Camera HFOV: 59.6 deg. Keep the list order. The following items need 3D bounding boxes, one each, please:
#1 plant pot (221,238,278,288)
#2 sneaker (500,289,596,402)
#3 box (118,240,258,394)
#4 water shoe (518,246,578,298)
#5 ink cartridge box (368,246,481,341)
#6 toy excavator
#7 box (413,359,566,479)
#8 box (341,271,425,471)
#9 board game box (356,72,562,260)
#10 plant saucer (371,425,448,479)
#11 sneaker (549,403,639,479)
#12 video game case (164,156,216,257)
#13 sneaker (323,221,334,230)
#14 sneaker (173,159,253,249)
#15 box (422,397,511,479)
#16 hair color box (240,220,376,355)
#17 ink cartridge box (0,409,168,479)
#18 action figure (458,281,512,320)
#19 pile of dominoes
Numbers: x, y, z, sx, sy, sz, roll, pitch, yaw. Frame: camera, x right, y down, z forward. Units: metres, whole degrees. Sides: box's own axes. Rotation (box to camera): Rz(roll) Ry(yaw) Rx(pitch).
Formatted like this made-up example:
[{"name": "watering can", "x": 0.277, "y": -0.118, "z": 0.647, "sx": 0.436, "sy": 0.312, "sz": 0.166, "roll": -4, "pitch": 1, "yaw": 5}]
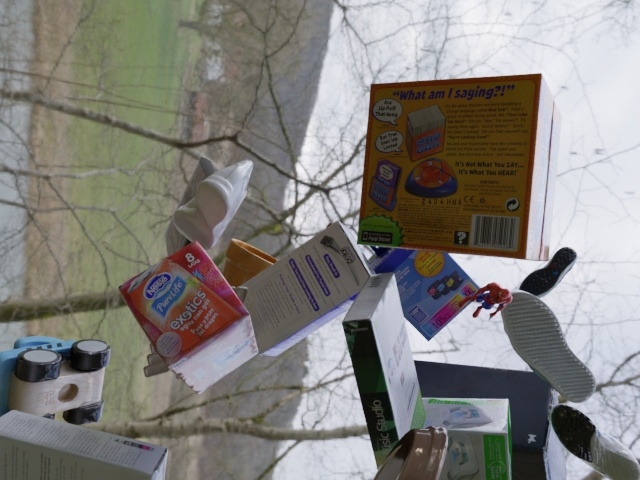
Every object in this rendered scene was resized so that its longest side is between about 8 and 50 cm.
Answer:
[{"name": "plant pot", "x": -0.239, "y": 0.123, "z": 1.795, "sx": 0.188, "sy": 0.205, "sz": 0.205, "roll": -61, "pitch": -162, "yaw": 2}, {"name": "sneaker", "x": 0.559, "y": 0.268, "z": 1.456, "sx": 0.366, "sy": 0.135, "sz": 0.150, "roll": 53, "pitch": -4, "yaw": -15}, {"name": "box", "x": -0.178, "y": 0.122, "z": 0.811, "sx": 0.128, "sy": 0.122, "sz": 0.257, "roll": 52, "pitch": -16, "yaw": 17}, {"name": "water shoe", "x": 0.627, "y": 0.105, "z": 1.529, "sx": 0.073, "sy": 0.203, "sz": 0.080, "roll": 46, "pitch": -9, "yaw": 35}, {"name": "ink cartridge box", "x": 0.328, "y": 0.113, "z": 1.954, "sx": 0.270, "sy": 0.395, "sz": 0.151, "roll": -44, "pitch": -170, "yaw": 5}, {"name": "toy excavator", "x": -0.879, "y": 0.365, "z": 1.570, "sx": 0.445, "sy": 0.433, "sz": 0.222, "roll": 17, "pitch": -79, "yaw": 38}, {"name": "box", "x": 0.501, "y": 0.662, "z": 1.774, "sx": 0.297, "sy": 0.480, "sz": 0.472, "roll": -57, "pitch": 137, "yaw": -45}, {"name": "box", "x": 0.124, "y": 0.246, "z": 1.020, "sx": 0.232, "sy": 0.058, "sz": 0.322, "roll": -43, "pitch": 120, "yaw": -67}, {"name": "board game box", "x": 0.329, "y": -0.146, "z": 1.277, "sx": 0.356, "sy": 0.356, "sz": 0.356, "roll": 5, "pitch": -89, "yaw": 29}, {"name": "plant saucer", "x": 0.083, "y": 0.364, "z": 0.745, "sx": 0.278, "sy": 0.041, "sz": 0.278, "roll": -56, "pitch": 171, "yaw": -14}, {"name": "sneaker", "x": 0.570, "y": 0.427, "z": 1.182, "sx": 0.085, "sy": 0.237, "sz": 0.086, "roll": -50, "pitch": -174, "yaw": 2}, {"name": "video game case", "x": -0.333, "y": -0.069, "z": 1.446, "sx": 0.248, "sy": 0.035, "sz": 0.275, "roll": -61, "pitch": -154, "yaw": 12}, {"name": "sneaker", "x": 0.000, "y": 0.000, "z": 1.624, "sx": 0.042, "sy": 0.067, "sz": 0.118, "roll": 46, "pitch": -55, "yaw": 34}, {"name": "sneaker", "x": -0.154, "y": -0.054, "z": 0.847, "sx": 0.094, "sy": 0.080, "sz": 0.212, "roll": -51, "pitch": -170, "yaw": -33}, {"name": "box", "x": 0.298, "y": 0.440, "z": 1.231, "sx": 0.262, "sy": 0.231, "sz": 0.127, "roll": 2, "pitch": 84, "yaw": -70}, {"name": "hair color box", "x": -0.036, "y": 0.125, "z": 1.401, "sx": 0.185, "sy": 0.339, "sz": 0.110, "roll": 61, "pitch": 14, "yaw": 22}, {"name": "ink cartridge box", "x": -0.410, "y": 0.420, "z": 0.842, "sx": 0.071, "sy": 0.330, "sz": 0.324, "roll": -65, "pitch": 168, "yaw": -71}, {"name": "action figure", "x": 0.210, "y": 0.076, "z": 0.704, "sx": 0.030, "sy": 0.038, "sz": 0.115, "roll": -45, "pitch": 173, "yaw": -19}, {"name": "pile of dominoes", "x": -0.292, "y": 0.205, "z": 1.292, "sx": 0.040, "sy": 0.196, "sz": 0.251, "roll": 44, "pitch": -60, "yaw": 56}]
